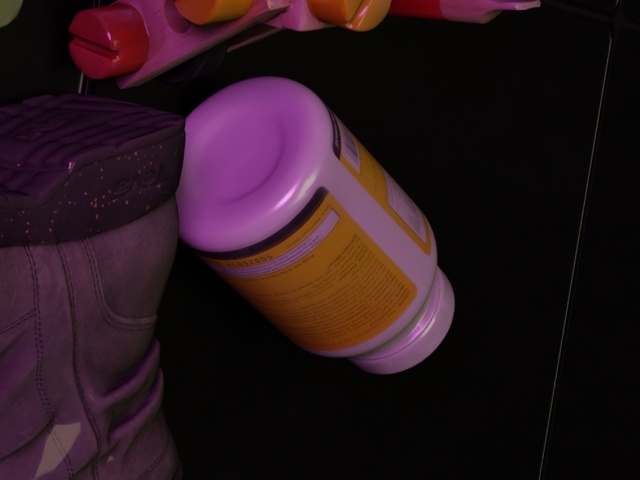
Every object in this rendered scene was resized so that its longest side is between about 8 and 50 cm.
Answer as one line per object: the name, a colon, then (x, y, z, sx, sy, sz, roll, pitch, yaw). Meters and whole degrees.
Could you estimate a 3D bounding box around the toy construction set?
toy construction set: (0.015, -0.174, 0.901, 0.309, 0.237, 0.257, 22, 82, -52)

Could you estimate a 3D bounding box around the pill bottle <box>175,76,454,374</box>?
pill bottle: (0.000, 0.000, 1.034, 0.184, 0.103, 0.103, 46, 63, -47)

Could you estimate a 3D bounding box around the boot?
boot: (-0.176, 0.075, 0.831, 0.338, 0.118, 0.222, -17, 117, -44)
